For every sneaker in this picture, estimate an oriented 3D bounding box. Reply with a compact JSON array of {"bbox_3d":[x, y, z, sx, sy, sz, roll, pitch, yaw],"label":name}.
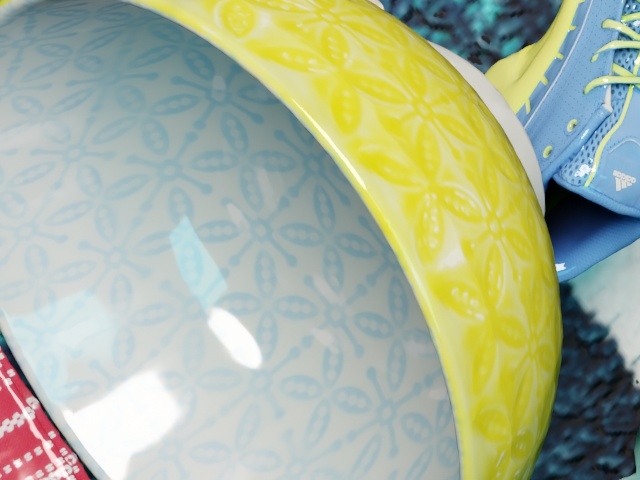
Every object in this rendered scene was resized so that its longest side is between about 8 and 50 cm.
[{"bbox_3d":[0.142,-0.074,0.850,0.091,0.126,0.240,21,115,-24],"label":"sneaker"}]

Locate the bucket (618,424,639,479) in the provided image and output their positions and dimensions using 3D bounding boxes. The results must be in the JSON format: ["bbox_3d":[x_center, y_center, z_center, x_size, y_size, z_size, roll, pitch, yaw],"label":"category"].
[{"bbox_3d":[0.289,0.174,0.953,0.281,0.183,0.281,-4,103,-17],"label":"bucket"}]

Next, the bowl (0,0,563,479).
[{"bbox_3d":[0.000,0.000,0.799,0.156,0.289,0.289,-33,112,-34],"label":"bowl"}]

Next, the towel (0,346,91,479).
[{"bbox_3d":[-0.159,0.190,0.841,0.199,0.031,0.275,-33,83,-7],"label":"towel"}]

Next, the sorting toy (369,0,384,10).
[{"bbox_3d":[-0.016,-0.074,0.879,0.083,0.045,0.075,-2,115,-4],"label":"sorting toy"}]
